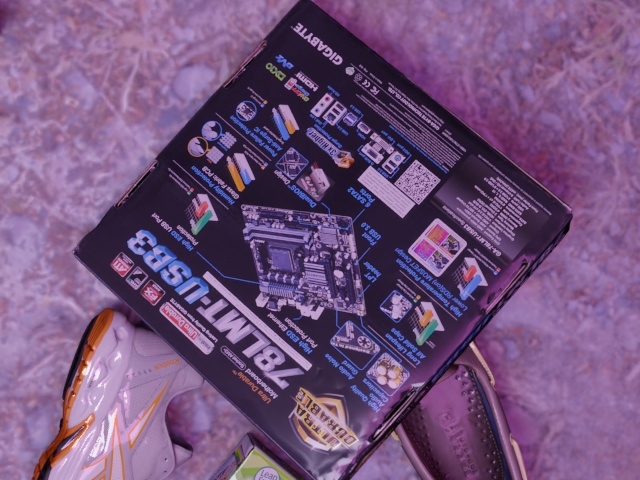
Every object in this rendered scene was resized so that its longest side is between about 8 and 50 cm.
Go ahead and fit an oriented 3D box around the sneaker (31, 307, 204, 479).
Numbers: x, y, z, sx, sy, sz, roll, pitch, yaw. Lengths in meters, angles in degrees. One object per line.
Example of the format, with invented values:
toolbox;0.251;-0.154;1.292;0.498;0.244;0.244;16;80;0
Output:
sneaker;-0.176;0.198;0.947;0.121;0.099;0.263;20;93;-17

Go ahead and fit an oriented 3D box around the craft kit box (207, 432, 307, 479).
craft kit box;-0.050;0.346;1.006;0.250;0.061;0.247;42;89;-12

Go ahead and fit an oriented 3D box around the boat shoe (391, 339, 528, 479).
boat shoe;0.094;0.118;0.988;0.116;0.097;0.324;-26;100;-6

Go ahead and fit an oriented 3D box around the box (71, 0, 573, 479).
box;0.000;0.000;0.918;0.295;0.073;0.293;40;88;13
